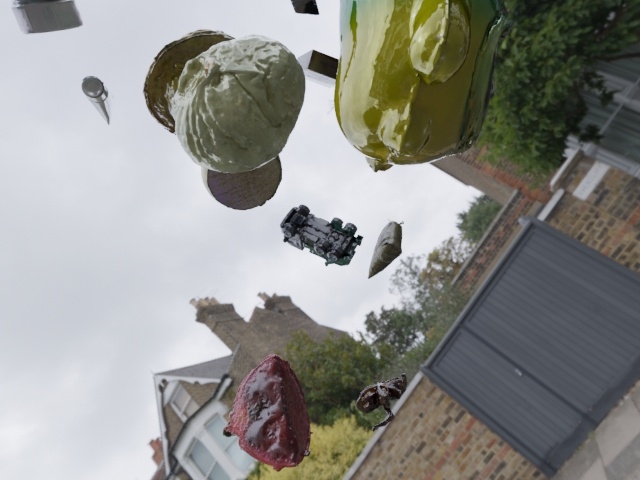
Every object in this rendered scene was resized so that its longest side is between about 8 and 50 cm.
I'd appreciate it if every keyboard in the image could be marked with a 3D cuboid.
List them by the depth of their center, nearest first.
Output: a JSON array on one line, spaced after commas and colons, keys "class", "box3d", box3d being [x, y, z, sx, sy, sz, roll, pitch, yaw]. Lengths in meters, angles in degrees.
[{"class": "keyboard", "box3d": [-0.050, -0.653, 1.115, 0.196, 0.074, 0.015, -18, -60, -81]}]

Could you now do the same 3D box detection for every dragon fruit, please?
[{"class": "dragon fruit", "box3d": [-0.140, 0.445, 1.064, 0.211, 0.262, 0.134, -18, -29, 11]}]

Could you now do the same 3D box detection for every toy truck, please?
[{"class": "toy truck", "box3d": [0.000, 0.000, 1.135, 0.110, 0.216, 0.116, -57, -19, -30]}]

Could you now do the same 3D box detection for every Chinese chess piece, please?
[{"class": "Chinese chess piece", "box3d": [-0.262, -0.234, 1.403, 0.270, 0.112, 0.270, -12, -56, -19]}]

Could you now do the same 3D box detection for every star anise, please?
[{"class": "star anise", "box3d": [0.126, 0.333, 0.862, 0.097, 0.070, 0.190, -17, -5, 25]}]

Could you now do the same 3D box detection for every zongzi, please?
[{"class": "zongzi", "box3d": [0.219, 0.025, 1.463, 0.178, 0.081, 0.189, -56, 10, 38]}]

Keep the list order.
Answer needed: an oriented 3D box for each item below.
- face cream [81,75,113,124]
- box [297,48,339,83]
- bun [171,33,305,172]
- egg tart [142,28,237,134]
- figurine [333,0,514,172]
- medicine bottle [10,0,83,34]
[{"class": "face cream", "box3d": [-0.627, -0.403, 1.202, 0.058, 0.243, 0.092, 10, -90, -16]}, {"class": "box", "box3d": [0.008, -0.584, 1.437, 0.159, 0.240, 0.071, 16, -78, -20]}, {"class": "bun", "box3d": [-0.212, -0.348, 1.021, 0.352, 0.349, 0.227, -27, -36, 16]}, {"class": "egg tart", "box3d": [-0.406, -0.528, 1.516, 0.443, 0.178, 0.443, -24, -28, -14]}, {"class": "figurine", "box3d": [0.119, -0.259, 0.531, 0.323, 0.231, 0.340, 166, 116, -86]}, {"class": "medicine bottle", "box3d": [-0.719, -0.671, 1.038, 0.165, 0.165, 0.273, -31, -50, -35]}]
